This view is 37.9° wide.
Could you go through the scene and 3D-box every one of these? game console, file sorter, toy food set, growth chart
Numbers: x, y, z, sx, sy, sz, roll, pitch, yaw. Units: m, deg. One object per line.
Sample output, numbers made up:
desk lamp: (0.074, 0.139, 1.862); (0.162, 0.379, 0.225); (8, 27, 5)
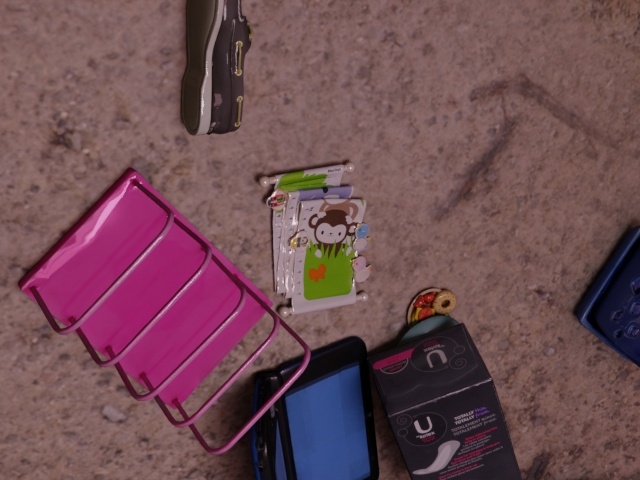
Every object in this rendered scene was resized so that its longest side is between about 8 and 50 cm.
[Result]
game console: (0.003, 0.331, 1.371); (0.173, 0.250, 0.293); (-7, 114, 1)
file sorter: (-0.182, 0.097, 1.160); (0.202, 0.182, 0.291); (-47, 124, -6)
toy food set: (0.174, 0.115, 1.468); (0.083, 0.020, 0.083); (5, 106, -32)
growth chart: (0.000, 0.000, 1.325); (0.172, 0.021, 0.237); (-17, 117, -25)

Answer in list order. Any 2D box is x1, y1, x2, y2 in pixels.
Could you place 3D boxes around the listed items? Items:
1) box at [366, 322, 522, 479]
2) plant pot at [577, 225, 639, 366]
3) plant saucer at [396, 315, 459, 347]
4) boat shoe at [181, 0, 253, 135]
box: (0.196, 0.288, 1.440); (0.165, 0.143, 0.270); (-20, 124, 1)
plant pot: (0.598, 0.120, 1.597); (0.236, 0.212, 0.236); (33, 91, -34)
plant saucer: (0.176, 0.172, 1.472); (0.119, 0.021, 0.119); (-14, 129, -18)
boat shoe: (-0.121, -0.239, 1.131); (0.068, 0.081, 0.228); (-5, 118, -31)
